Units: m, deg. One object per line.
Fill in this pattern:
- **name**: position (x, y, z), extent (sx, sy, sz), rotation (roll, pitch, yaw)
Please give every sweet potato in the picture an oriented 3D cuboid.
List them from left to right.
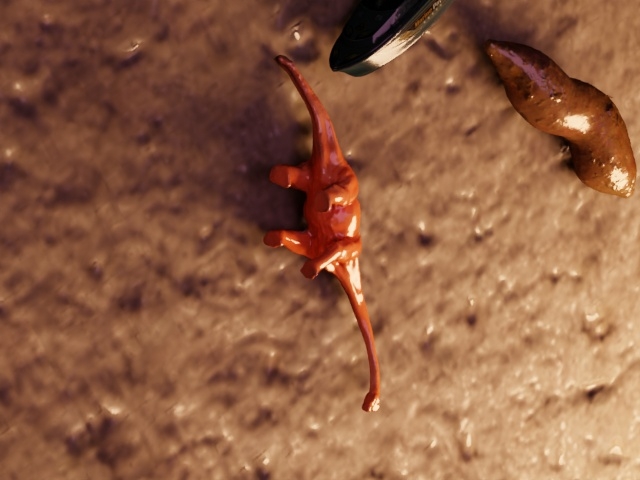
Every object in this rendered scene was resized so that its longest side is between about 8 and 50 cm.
- **sweet potato**: position (0.205, -0.106, 1.370), extent (0.218, 0.051, 0.065), rotation (42, 76, -34)

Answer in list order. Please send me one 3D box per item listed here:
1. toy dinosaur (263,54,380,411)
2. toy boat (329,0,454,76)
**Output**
- **toy dinosaur**: position (0.005, 0.000, 1.240), extent (0.101, 0.055, 0.280), rotation (-20, 108, -56)
- **toy boat**: position (0.055, -0.172, 1.247), extent (0.141, 0.055, 0.060), rotation (-48, 130, -19)
